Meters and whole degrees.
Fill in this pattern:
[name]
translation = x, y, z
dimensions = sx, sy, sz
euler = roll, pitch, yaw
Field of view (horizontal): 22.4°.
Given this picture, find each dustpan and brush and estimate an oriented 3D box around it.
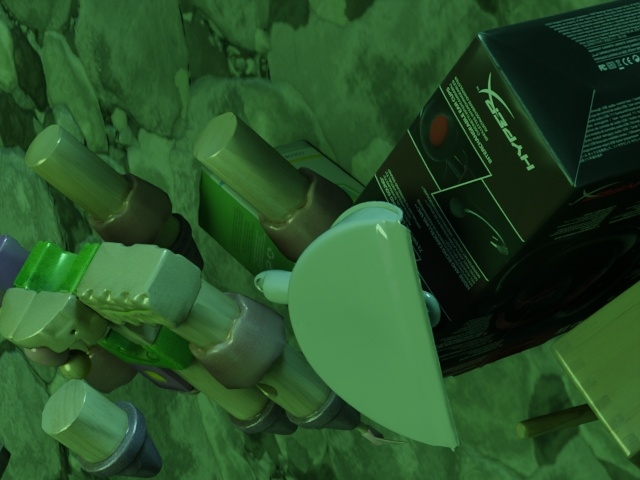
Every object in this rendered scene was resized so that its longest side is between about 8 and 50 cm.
[dustpan and brush]
translation = 0.012, 0.041, 0.990
dimensions = 0.211, 0.060, 0.147
euler = 4, 114, 47

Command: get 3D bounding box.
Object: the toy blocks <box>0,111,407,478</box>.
[toy blocks]
translation = -0.119, 0.097, 1.230
dimensions = 0.289, 0.309, 0.260
euler = 2, 149, 47

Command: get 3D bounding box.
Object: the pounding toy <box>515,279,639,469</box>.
[pounding toy]
translation = 0.217, 0.102, 1.008
dimensions = 0.094, 0.181, 0.206
euler = 57, -172, 24

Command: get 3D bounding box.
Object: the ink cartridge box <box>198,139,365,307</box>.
[ink cartridge box]
translation = 0.000, 0.000, 1.331
dimensions = 0.209, 0.109, 0.062
euler = 41, 136, 39

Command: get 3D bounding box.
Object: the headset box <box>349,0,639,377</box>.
[headset box]
translation = 0.138, -0.021, 1.016
dimensions = 0.110, 0.218, 0.293
euler = 61, 146, 19
